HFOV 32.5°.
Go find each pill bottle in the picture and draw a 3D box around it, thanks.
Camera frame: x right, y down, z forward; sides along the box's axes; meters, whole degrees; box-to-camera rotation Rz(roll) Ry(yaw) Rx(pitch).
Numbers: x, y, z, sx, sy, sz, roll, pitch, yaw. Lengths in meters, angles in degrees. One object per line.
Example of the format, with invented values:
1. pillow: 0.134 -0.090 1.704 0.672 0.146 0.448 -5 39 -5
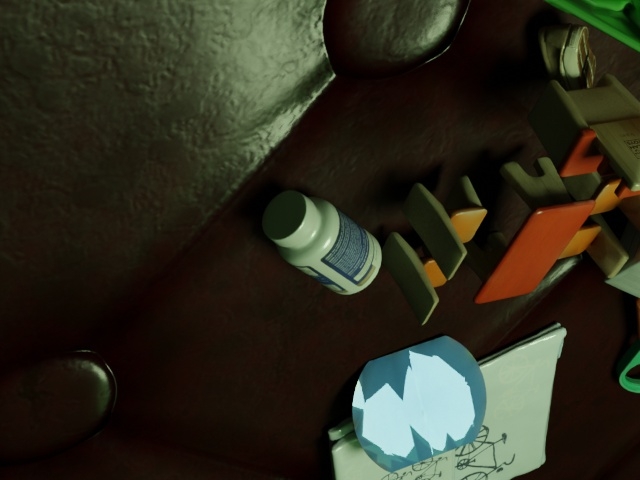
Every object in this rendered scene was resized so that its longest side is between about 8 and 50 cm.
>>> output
1. pill bottle: 0.000 0.000 1.018 0.067 0.067 0.120 -44 139 9

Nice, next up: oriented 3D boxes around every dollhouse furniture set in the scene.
1. dollhouse furniture set: 0.228 -0.022 1.067 0.262 0.135 0.259 -11 146 -28

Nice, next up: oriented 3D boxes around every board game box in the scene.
1. board game box: 0.109 0.185 1.272 0.168 0.033 0.133 -17 99 -18

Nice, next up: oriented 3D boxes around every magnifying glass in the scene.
1. magnifying glass: 0.438 0.142 1.460 0.092 0.026 0.231 -11 141 10

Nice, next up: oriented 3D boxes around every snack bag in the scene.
1. snack bag: 0.169 0.278 1.423 0.342 0.037 0.323 -22 137 -17

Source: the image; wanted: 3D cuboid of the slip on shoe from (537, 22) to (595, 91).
1. slip on shoe: 0.235 -0.163 1.052 0.135 0.041 0.051 45 61 -64

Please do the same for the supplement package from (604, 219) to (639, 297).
1. supplement package: 0.396 0.005 1.189 0.179 0.105 0.105 104 11 -78

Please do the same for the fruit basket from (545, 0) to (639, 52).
1. fruit basket: 0.199 -0.299 0.726 0.392 0.392 0.283 5 125 -38
